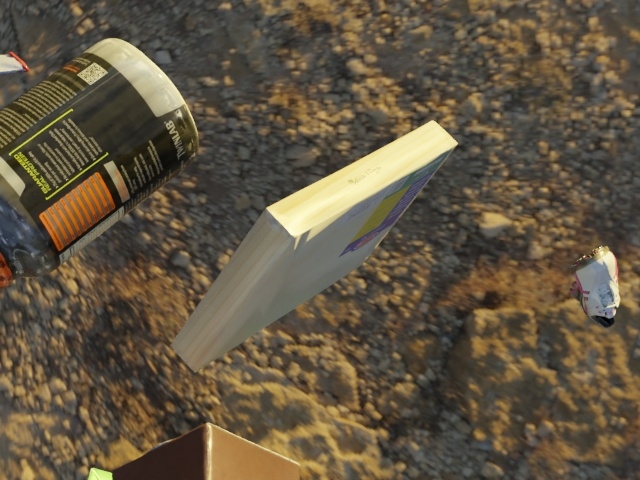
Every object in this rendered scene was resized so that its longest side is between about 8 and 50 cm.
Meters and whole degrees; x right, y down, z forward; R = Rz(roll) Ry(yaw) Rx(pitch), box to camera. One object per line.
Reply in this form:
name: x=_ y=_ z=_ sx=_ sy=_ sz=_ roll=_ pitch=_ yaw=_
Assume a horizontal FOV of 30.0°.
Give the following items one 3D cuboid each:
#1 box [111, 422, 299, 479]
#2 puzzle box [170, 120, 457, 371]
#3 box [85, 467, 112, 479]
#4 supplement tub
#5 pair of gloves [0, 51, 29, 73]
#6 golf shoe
box: x=-0.131 y=0.355 z=1.395 sx=0.168 sy=0.203 sz=0.167 roll=-30 pitch=137 yaw=30
puzzle box: x=0.000 y=0.000 z=1.566 sx=0.052 sy=0.272 sz=0.409 roll=45 pitch=37 yaw=11
box: x=-0.257 y=0.481 z=1.780 sx=0.262 sy=0.231 sz=0.126 roll=18 pitch=46 yaw=-11
supplement tub: x=-0.343 y=-0.094 z=1.556 sx=0.338 sy=0.207 sz=0.207 roll=-40 pitch=105 yaw=-21
pair of gloves: x=-0.430 y=-0.202 z=1.353 sx=0.159 sy=0.198 sz=0.023 roll=-20 pitch=127 yaw=-27
golf shoe: x=0.415 y=0.069 z=1.759 sx=0.068 sy=0.186 sz=0.086 roll=-31 pitch=65 yaw=-1
